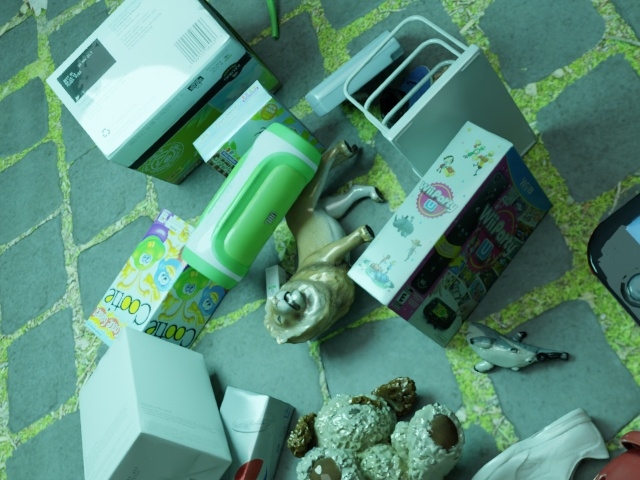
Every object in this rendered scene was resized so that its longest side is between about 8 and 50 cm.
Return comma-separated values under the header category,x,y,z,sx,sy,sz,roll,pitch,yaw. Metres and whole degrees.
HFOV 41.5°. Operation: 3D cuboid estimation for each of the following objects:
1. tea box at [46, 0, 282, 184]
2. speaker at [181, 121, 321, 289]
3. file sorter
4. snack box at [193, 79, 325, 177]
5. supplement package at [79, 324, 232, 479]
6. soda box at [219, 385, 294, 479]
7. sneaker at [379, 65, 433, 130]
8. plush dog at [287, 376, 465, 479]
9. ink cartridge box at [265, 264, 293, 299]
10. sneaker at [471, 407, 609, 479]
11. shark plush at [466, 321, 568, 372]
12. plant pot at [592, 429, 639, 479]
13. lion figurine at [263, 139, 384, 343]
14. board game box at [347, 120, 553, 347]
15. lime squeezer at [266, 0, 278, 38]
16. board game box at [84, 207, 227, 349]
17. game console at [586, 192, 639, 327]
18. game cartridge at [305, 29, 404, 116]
category,x,y,z,sx,sy,sz,roll,pitch,yaw
tea box,-0.301,-0.318,1.707,0.329,0.323,0.220,-42,77,8
speaker,-0.124,-0.062,1.525,0.131,0.131,0.297,33,87,37
file sorter,0.200,-0.208,1.420,0.193,0.277,0.173,-46,49,5
snack box,-0.114,-0.182,1.634,0.174,0.207,0.070,-43,54,6
supplement package,-0.291,0.317,1.454,0.177,0.175,0.293,-55,31,16
soda box,-0.143,0.403,1.451,0.098,0.091,0.286,8,72,33
sneaker,0.160,-0.276,1.590,0.058,0.084,0.152,18,78,35
plush dog,0.077,0.331,1.327,0.262,0.211,0.225,-19,40,-10
ink cartridge box,-0.072,0.109,1.563,0.029,0.063,0.115,-18,61,22
sneaker,0.315,0.335,1.225,0.212,0.080,0.094,-35,66,11
shark plush,0.302,0.160,1.324,0.161,0.073,0.067,-4,36,34
plant pot,0.433,0.348,1.072,0.191,0.191,0.174,25,80,36
lion figurine,0.000,0.000,1.540,0.240,0.142,0.392,-32,37,23
board game box,0.214,-0.003,1.344,0.097,0.224,0.303,37,90,38
lime squeezer,-0.152,-0.583,1.938,0.110,0.059,0.310,-44,54,6
board game box,-0.302,0.102,1.654,0.144,0.142,0.275,30,85,37
game console,0.617,0.013,1.199,0.386,0.060,0.342,-40,54,10
game cartridge,0.062,-0.309,1.565,0.198,0.297,0.062,-33,99,10
